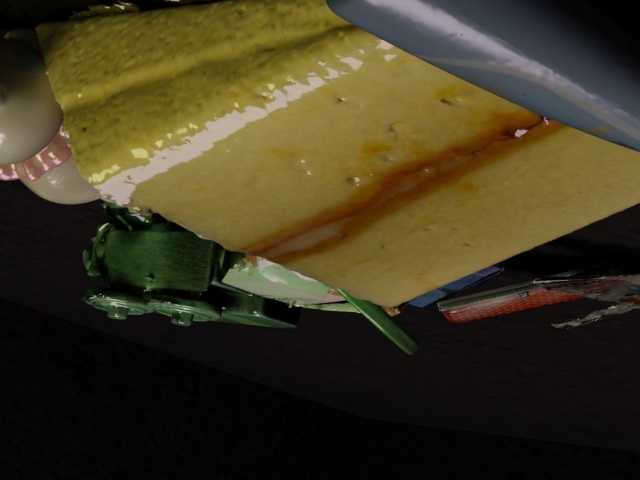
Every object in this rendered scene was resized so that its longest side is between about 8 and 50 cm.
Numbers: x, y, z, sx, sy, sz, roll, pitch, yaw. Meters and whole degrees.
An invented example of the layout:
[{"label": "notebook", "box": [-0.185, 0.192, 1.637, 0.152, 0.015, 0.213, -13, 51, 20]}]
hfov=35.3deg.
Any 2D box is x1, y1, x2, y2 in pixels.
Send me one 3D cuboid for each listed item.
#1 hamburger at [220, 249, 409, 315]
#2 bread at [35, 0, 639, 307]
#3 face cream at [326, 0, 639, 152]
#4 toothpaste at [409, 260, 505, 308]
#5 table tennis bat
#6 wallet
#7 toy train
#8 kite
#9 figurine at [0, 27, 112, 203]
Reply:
[{"label": "hamburger", "box": [-0.002, 0.000, 1.115, 0.214, 0.125, 0.235, -12, 142, 36]}, {"label": "bread", "box": [0.047, -0.121, 0.805, 0.404, 0.242, 0.345, -32, 140, 21]}, {"label": "face cream", "box": [0.110, -0.122, 0.580, 0.385, 0.086, 0.135, 26, -169, -22]}, {"label": "toothpaste", "box": [0.145, 0.027, 1.177, 0.053, 0.066, 0.272, 15, 165, -9]}, {"label": "table tennis bat", "box": [-0.004, 0.022, 0.974, 0.257, 0.039, 0.160, 40, 177, 3]}, {"label": "wallet", "box": [0.243, 0.066, 1.198, 0.196, 0.020, 0.103, -14, 163, 13]}, {"label": "toy train", "box": [-0.166, 0.038, 1.317, 0.299, 0.167, 0.238, 3, 168, 37]}, {"label": "kite", "box": [0.374, 0.068, 1.160, 0.335, 0.012, 0.314, 13, 159, -29]}, {"label": "figurine", "box": [-0.259, -0.120, 0.842, 0.127, 0.155, 0.235, -30, 157, 15]}]
